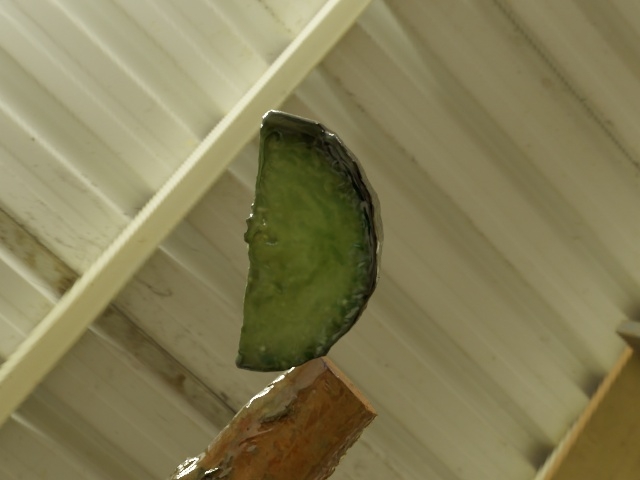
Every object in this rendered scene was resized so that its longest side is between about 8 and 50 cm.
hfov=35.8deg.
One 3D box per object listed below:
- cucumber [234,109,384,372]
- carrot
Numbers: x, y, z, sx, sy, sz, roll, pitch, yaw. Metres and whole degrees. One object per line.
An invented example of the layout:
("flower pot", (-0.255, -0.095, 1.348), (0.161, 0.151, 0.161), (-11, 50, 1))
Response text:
("cucumber", (0.000, 0.000, 0.473), (0.062, 0.115, 0.116), (7, -87, 3))
("carrot", (-0.072, 0.250, 0.980), (0.302, 0.139, 0.138), (-43, -71, -5))
